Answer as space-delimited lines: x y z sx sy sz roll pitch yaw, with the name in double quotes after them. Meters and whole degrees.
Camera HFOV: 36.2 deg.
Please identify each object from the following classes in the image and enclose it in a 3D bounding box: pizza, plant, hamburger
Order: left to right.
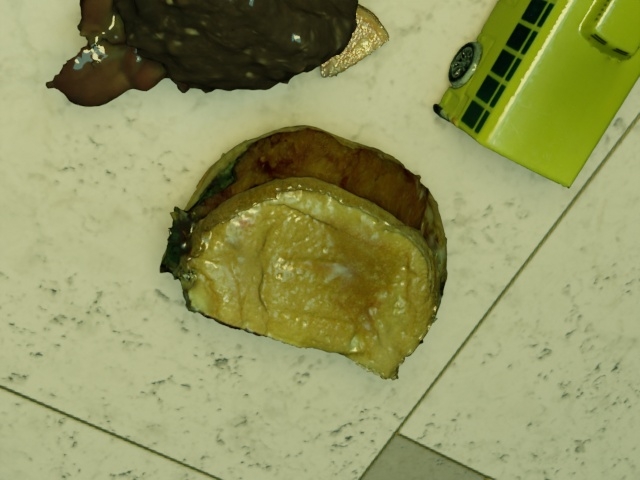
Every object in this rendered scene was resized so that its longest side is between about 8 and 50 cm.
-0.088 -0.210 0.818 0.234 0.204 0.178 -12 148 40 "plant"
0.000 0.000 0.967 0.308 0.132 0.211 23 106 -22 "hamburger"
0.017 -0.194 0.943 0.083 0.025 0.078 30 100 -16 "pizza"

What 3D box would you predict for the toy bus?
0.237 -0.196 0.925 0.128 0.150 0.262 23 107 -23 "toy bus"
